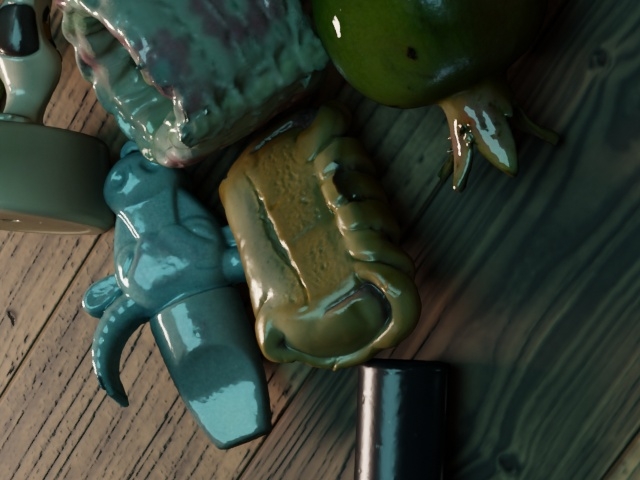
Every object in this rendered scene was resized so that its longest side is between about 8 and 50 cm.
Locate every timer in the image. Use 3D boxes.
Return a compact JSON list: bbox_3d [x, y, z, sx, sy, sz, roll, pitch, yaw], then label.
[{"bbox_3d":[-0.253,-0.146,1.662,0.175,0.175,0.266,1,83,34],"label":"timer"}]

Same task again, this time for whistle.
[{"bbox_3d":[-0.110,0.040,1.595,0.186,0.093,0.274,-23,76,4],"label":"whistle"}]

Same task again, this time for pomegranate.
[{"bbox_3d":[0.095,-0.150,1.427,0.181,0.181,0.224,-24,95,31],"label":"pomegranate"}]

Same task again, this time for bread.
[{"bbox_3d":[0.000,0.000,1.506,0.134,0.081,0.225,-30,56,17],"label":"bread"}]

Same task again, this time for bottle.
[{"bbox_3d":[0.057,0.213,1.477,0.082,0.072,0.244,1,88,-9],"label":"bottle"}]

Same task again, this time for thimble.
[{"bbox_3d":[-0.097,-0.155,1.514,0.149,0.185,0.211,-34,41,-17],"label":"thimble"}]

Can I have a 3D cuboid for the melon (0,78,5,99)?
[{"bbox_3d":[-0.385,-0.129,1.830,0.261,0.053,0.114,-3,104,38],"label":"melon"}]
